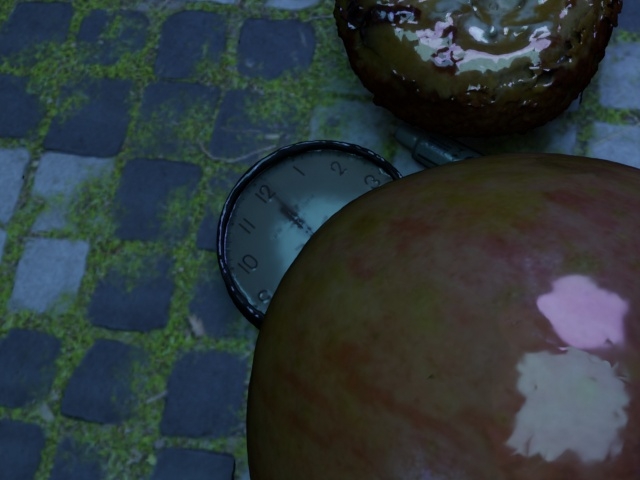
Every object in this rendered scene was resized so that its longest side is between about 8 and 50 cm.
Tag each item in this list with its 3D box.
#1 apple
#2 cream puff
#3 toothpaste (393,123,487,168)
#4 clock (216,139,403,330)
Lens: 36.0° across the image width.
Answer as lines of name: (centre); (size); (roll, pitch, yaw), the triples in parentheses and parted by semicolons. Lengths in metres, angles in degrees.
apple: (0.123, 0.117, 0.617); (0.363, 0.364, 0.364); (-3, 69, 8)
cream puff: (0.128, -0.193, 0.832); (0.240, 0.164, 0.240); (0, 81, 2)
toothpaste: (0.150, -0.048, 0.842); (0.204, 0.031, 0.049); (31, 77, 16)
clock: (0.000, 0.000, 0.841); (0.184, 0.040, 0.185); (-3, 69, 7)
